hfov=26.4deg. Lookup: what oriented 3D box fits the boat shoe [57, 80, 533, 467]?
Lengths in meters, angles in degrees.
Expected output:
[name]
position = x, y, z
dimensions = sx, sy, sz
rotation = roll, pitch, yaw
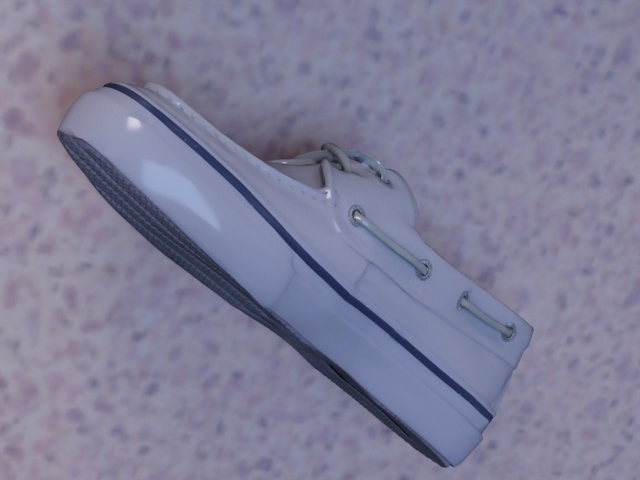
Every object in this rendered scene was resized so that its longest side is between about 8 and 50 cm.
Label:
[boat shoe]
position = 0.000, 0.000, 0.507
dimensions = 0.076, 0.083, 0.226
rotation = -54, 132, -9
